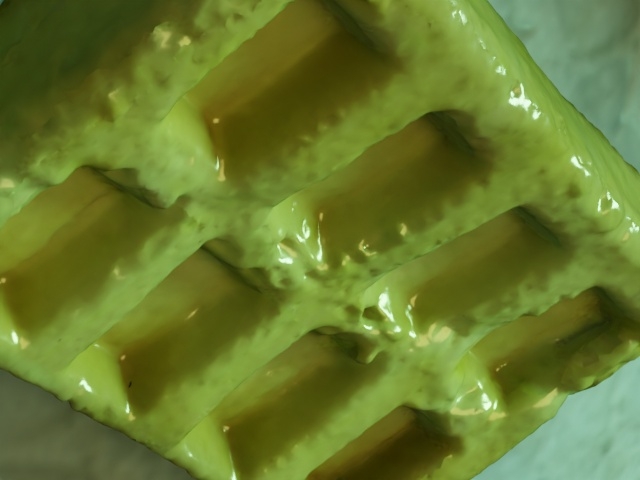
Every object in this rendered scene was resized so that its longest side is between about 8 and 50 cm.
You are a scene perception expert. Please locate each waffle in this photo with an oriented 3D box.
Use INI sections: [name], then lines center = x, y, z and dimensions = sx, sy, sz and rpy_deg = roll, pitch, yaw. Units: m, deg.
[waffle]
center = 0.000, 0.000, 0.564
dimensions = 0.168, 0.057, 0.274
rpy_deg = -35, 140, 12
